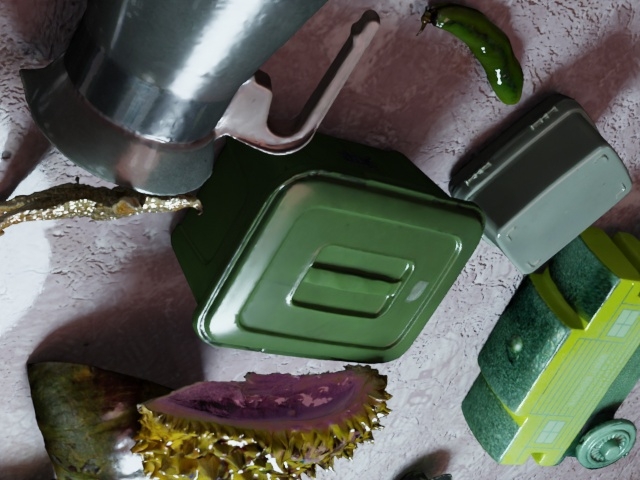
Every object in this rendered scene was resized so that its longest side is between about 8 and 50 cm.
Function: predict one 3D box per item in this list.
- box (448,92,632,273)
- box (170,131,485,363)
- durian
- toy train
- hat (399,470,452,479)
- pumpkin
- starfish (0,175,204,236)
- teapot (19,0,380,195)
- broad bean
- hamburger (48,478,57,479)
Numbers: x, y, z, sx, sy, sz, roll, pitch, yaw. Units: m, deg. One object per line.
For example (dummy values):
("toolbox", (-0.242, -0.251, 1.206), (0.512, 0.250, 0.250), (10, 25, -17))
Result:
("box", (0.284, -0.073, 1.788), (0.210, 0.129, 0.148), (-40, 137, 5))
("box", (0.000, 0.000, 1.633), (0.329, 0.178, 0.252), (13, 117, -39))
("durian", (-0.062, 0.253, 1.647), (0.341, 0.112, 0.191), (-4, 123, -28))
("toy train", (0.389, 0.167, 2.057), (0.272, 0.179, 0.442), (8, 124, -31))
("hat", (0.152, 0.394, 2.184), (0.121, 0.050, 0.121), (-17, 139, -16))
("pumpkin", (-0.221, 0.264, 1.698), (0.148, 0.169, 0.312), (-10, 153, 41))
("starfish", (-0.236, -0.042, 1.435), (0.231, 0.295, 0.048), (-5, 98, 3))
("teapot", (-0.099, -0.225, 1.303), (0.300, 0.253, 0.344), (22, 123, -19))
("broad bean", (0.189, -0.229, 1.652), (0.227, 0.039, 0.069), (29, 102, -45))
("hamburger", (-0.361, 0.388, 1.763), (0.131, 0.159, 0.185), (-20, 163, -23))
